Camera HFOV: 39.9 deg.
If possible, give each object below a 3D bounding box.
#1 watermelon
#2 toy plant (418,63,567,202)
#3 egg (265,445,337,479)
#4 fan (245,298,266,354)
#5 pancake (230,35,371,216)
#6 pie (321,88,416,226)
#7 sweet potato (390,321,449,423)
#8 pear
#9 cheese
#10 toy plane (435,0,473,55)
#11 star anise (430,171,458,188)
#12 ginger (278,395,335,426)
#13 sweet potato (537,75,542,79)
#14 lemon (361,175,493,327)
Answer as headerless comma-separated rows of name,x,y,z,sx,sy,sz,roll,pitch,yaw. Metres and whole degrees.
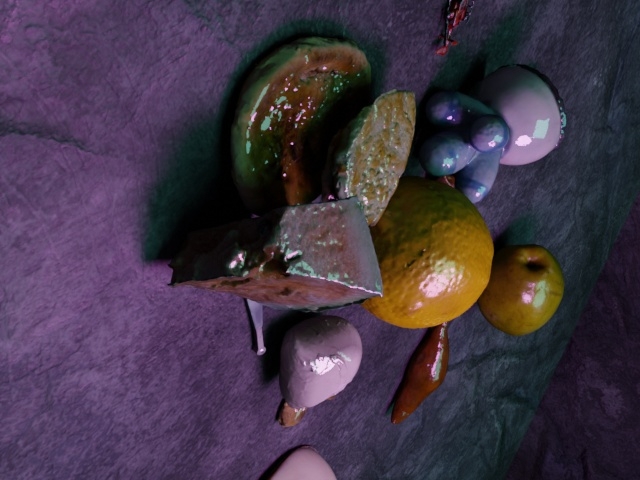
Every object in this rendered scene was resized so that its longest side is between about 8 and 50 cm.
watermelon,-0.062,0.015,1.443,0.302,0.264,0.151,20,66,-47
toy plant,0.333,-0.218,1.865,0.332,0.247,0.247,-31,142,-33
egg,-0.044,0.664,2.209,0.264,0.174,0.286,-54,148,-13
fan,-0.131,0.132,1.698,0.057,0.023,0.282,-38,145,-33
pancake,-0.026,-0.188,1.488,0.356,0.065,0.356,-42,150,-32
pie,0.091,-0.147,1.570,0.274,0.105,0.257,-46,151,-41
sweet potato,0.305,0.377,2.529,0.112,0.112,0.359,-8,122,-54
pear,0.580,0.145,2.579,0.253,0.253,0.307,-42,164,-26
cheese,-0.004,0.247,1.866,0.189,0.154,0.198,-17,139,-23
toy plane,0.258,-0.429,1.715,0.060,0.037,0.145,-20,134,-42
star anise,0.309,-0.095,2.054,0.196,0.111,0.212,-54,126,-48
ginger,-0.013,0.357,2.064,0.214,0.059,0.133,-54,147,-8
sweet potato,0.477,-0.368,2.095,0.202,0.055,0.058,-13,92,-49
lemon,0.190,0.025,1.797,0.336,0.336,0.336,-38,146,-31
